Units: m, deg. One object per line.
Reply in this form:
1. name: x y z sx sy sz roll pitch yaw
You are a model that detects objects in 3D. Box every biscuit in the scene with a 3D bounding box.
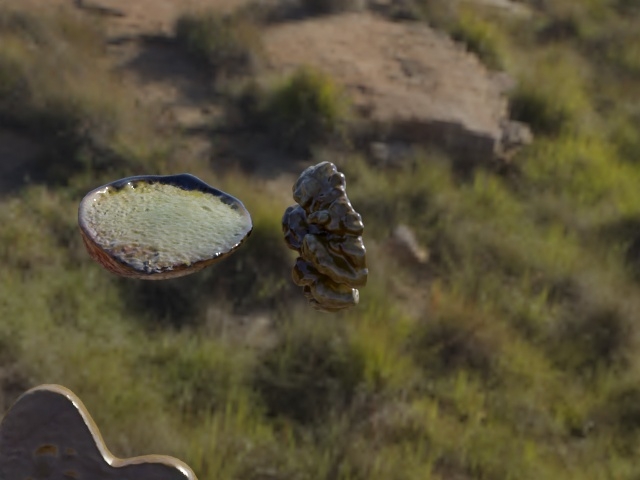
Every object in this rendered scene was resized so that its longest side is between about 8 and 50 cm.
1. biscuit: -0.203 0.306 1.290 0.275 0.355 0.052 -38 -2 -3

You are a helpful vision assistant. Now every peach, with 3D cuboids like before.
1. peach: -0.168 0.003 1.602 0.189 0.068 0.279 3 23 2

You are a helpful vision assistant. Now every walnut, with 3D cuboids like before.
1. walnut: 0.000 0.000 1.640 0.069 0.143 0.170 -2 47 -21
